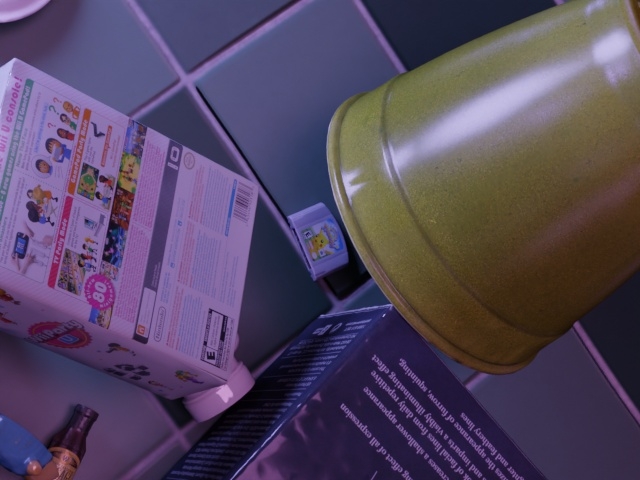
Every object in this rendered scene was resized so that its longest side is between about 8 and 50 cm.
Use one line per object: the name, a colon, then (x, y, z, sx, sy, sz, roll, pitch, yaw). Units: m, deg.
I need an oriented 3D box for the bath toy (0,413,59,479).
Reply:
bath toy: (-0.419, 0.310, 1.336, 0.348, 0.129, 0.151, -44, 120, -21)

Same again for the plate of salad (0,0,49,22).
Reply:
plate of salad: (-0.371, -0.327, 1.483, 0.200, 0.048, 0.200, 9, 73, -30)

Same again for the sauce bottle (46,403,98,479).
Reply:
sauce bottle: (-0.277, 0.235, 1.450, 0.042, 0.042, 0.128, 30, 73, -17)

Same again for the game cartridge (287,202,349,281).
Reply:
game cartridge: (0.000, 0.000, 1.614, 0.056, 0.017, 0.083, -25, 93, -28)

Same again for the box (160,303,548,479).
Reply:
box: (0.004, 0.311, 1.466, 0.395, 0.212, 0.293, -45, 101, -22)

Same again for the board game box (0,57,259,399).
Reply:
board game box: (-0.214, -0.004, 1.321, 0.303, 0.097, 0.224, 29, 56, -36)

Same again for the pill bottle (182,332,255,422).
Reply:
pill bottle: (-0.156, 0.096, 1.484, 0.108, 0.108, 0.193, -36, 98, -23)

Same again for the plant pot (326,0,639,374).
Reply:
plant pot: (0.259, -0.094, 1.472, 0.366, 0.353, 0.366, 33, 39, -32)
